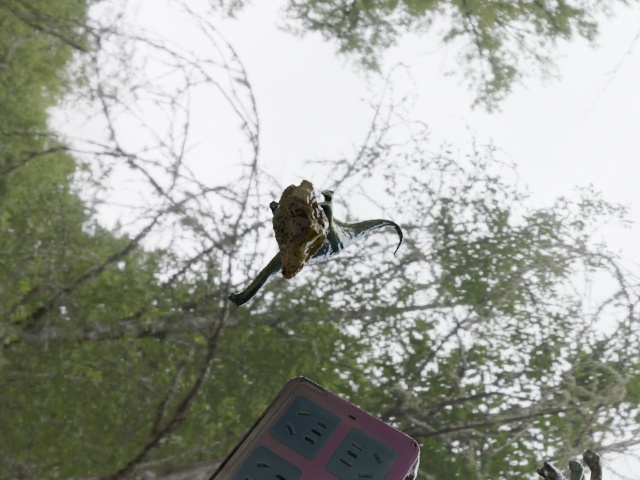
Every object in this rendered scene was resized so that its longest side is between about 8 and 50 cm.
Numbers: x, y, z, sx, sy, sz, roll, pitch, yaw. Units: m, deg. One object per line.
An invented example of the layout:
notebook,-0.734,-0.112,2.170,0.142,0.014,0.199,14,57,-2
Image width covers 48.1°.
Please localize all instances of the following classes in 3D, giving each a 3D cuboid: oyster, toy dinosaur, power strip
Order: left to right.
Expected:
power strip,-0.044,0.206,0.445,0.109,0.279,0.037,26,-37,23
oyster,-0.020,-0.010,0.680,0.051,0.034,0.093,-9,-90,25
toy dinosaur,-0.004,-0.009,1.214,0.076,0.363,0.147,27,-51,49
toy dinosaur,0.200,0.221,0.537,0.039,0.209,0.082,11,-118,48
